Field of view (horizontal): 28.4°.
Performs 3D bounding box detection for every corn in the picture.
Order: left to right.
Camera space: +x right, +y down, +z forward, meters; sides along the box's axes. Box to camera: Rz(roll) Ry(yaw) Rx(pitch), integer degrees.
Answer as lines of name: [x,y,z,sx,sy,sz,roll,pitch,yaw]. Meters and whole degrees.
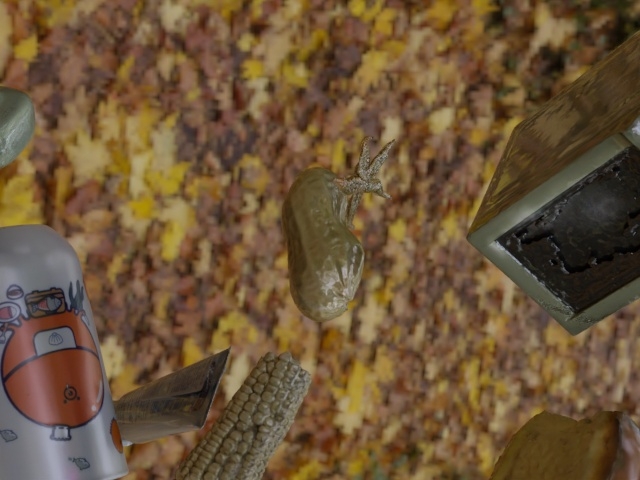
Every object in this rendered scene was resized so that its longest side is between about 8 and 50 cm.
corn: [-0.086,0.221,1.422,0.211,0.087,0.087,-56,145,-10]

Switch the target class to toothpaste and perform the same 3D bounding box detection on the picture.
toothpaste: [-0.202,0.219,1.673,0.073,0.299,0.114,33,59,-21]

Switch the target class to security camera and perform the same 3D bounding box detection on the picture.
security camera: [-0.485,-0.105,1.659,0.301,0.157,0.080,-71,163,-48]

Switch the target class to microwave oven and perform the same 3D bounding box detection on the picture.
microwave oven: [0.392,-0.090,1.499,0.218,0.355,0.286,42,42,-10]

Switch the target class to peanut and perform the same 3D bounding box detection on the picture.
peanut: [0.000,0.000,1.610,0.090,0.099,0.214,25,47,-49]

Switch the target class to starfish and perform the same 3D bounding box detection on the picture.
starfish: [0.031,-0.044,1.005,0.086,0.016,0.092,-24,138,-46]

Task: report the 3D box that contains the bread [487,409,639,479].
bread: [0.209,0.350,1.001,0.323,0.143,0.333,48,58,-35]

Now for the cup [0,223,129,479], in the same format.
cup: [-0.369,0.150,1.522,0.212,0.212,0.317,-3,79,-61]
